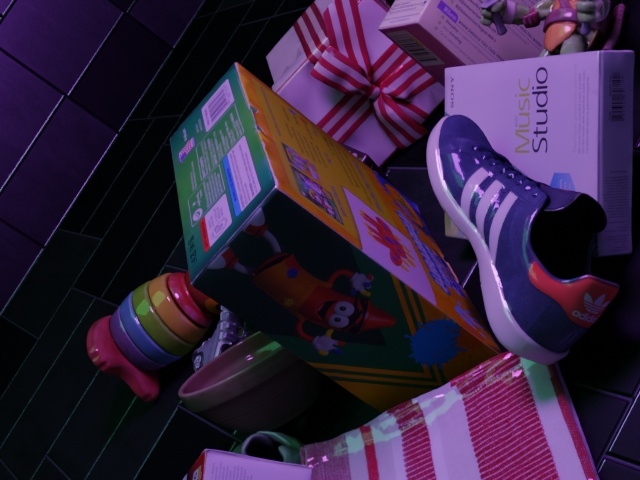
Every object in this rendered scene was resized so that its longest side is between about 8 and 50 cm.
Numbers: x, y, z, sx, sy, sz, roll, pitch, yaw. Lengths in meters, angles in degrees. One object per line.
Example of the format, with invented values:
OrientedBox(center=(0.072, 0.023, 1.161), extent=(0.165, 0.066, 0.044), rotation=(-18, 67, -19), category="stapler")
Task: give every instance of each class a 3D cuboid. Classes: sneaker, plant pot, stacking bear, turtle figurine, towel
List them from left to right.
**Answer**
OrientedBox(center=(-0.261, 0.130, 2.075), extent=(0.289, 0.175, 0.164), rotation=(-37, 35, 15), category="stacking bear")
OrientedBox(center=(-0.164, 0.153, 1.942), extent=(0.132, 0.086, 0.229), rotation=(-28, 36, 48), category="sneaker")
OrientedBox(center=(-0.075, 0.202, 1.635), extent=(0.237, 0.110, 0.237), rotation=(-30, 6, 3), category="plant pot")
OrientedBox(center=(-0.070, 0.293, 1.542), extent=(0.262, 0.121, 0.099), rotation=(-7, 51, 59), category="sneaker")
OrientedBox(center=(0.125, 0.252, 1.235), extent=(0.329, 0.037, 0.237), rotation=(-28, 33, 14), category="towel")
OrientedBox(center=(0.235, -0.036, 1.291), extent=(0.148, 0.131, 0.350), rotation=(-47, 47, 33), category="sneaker")
OrientedBox(center=(0.285, -0.277, 1.508), extent=(0.197, 0.274, 0.266), rotation=(5, 82, 27), category="turtle figurine")

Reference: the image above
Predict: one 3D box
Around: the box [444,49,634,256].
OrientedBox(center=(0.259, -0.108, 1.409), extent=(0.322, 0.058, 0.233), rotation=(-171, 79, -65), category="box")

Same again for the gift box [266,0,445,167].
OrientedBox(center=(0.072, -0.304, 1.906), extent=(0.276, 0.255, 0.258), rotation=(-51, 22, 17), category="gift box")

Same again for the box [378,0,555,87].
OrientedBox(center=(0.245, -0.351, 1.699), extent=(0.243, 0.213, 0.117), rotation=(-59, 25, -10), category="box")

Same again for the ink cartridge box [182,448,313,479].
OrientedBox(center=(-0.117, 0.430, 1.278), extent=(0.272, 0.130, 0.310), rotation=(123, 156, -57), category="ink cartridge box")

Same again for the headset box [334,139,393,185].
OrientedBox(center=(-0.057, -0.031, 1.852), extent=(0.218, 0.110, 0.293), rotation=(28, 81, 36), category="headset box")

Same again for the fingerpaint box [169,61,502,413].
OrientedBox(center=(0.000, 0.000, 1.494), extent=(0.163, 0.371, 0.445), rotation=(-48, 26, 14), category="fingerpaint box")
